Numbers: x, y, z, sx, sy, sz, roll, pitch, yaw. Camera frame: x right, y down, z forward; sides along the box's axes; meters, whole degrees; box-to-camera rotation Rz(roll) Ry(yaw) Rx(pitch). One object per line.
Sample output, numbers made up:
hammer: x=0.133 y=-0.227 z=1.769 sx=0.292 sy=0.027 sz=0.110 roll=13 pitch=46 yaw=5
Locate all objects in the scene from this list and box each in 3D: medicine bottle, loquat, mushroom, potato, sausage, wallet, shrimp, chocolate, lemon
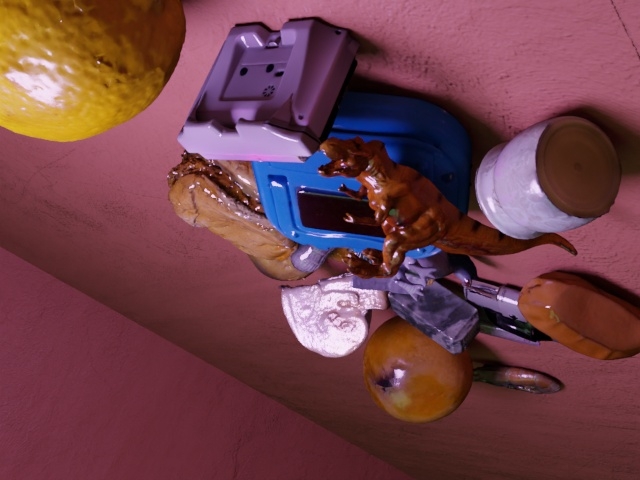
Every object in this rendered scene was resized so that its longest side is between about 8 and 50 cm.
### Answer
medicine bottle: x=0.301 y=-0.082 z=1.152 sx=0.147 sy=0.147 sz=0.143 roll=30 pitch=161 yaw=-15
loquat: x=0.227 y=0.299 z=2.027 sx=0.263 sy=0.263 sz=0.263 roll=21 pitch=159 yaw=9
mushroom: x=0.057 y=0.158 z=1.894 sx=0.236 sy=0.173 sz=0.162 roll=-12 pitch=178 yaw=20
potato: x=-0.077 y=0.041 z=1.873 sx=0.138 sy=0.098 sz=0.243 roll=25 pitch=165 yaw=44
sausage: x=0.468 y=0.137 z=1.530 sx=0.241 sy=0.120 sz=0.136 roll=25 pitch=173 yaw=-4
wallet: x=0.393 y=0.147 z=1.708 sx=0.231 sy=0.069 sz=0.170 roll=15 pitch=162 yaw=25
shrimp: x=0.466 y=0.347 z=2.123 sx=0.251 sy=0.052 sz=0.143 roll=7 pitch=156 yaw=36
chocolate: x=0.000 y=0.000 z=1.698 sx=0.072 sy=0.072 sz=0.167 roll=31 pitch=126 yaw=-18
lemon: x=-0.342 y=-0.286 z=1.132 sx=0.336 sy=0.336 sz=0.336 roll=21 pitch=159 yaw=9

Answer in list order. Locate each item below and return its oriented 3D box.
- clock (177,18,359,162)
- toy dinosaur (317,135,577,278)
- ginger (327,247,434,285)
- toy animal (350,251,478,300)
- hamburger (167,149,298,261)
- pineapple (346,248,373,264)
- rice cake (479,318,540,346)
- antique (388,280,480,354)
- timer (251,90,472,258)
clock: x=-0.082 y=-0.208 z=1.206 sx=0.253 sy=0.186 sz=0.083 roll=5 pitch=154 yaw=39
toy dinosaur: x=0.141 y=-0.016 z=1.235 sx=0.432 sy=0.097 sz=0.208 roll=23 pitch=126 yaw=-29
ginger: x=0.090 y=0.022 z=1.738 sx=0.299 sy=0.065 sz=0.118 roll=16 pitch=150 yaw=28
toy animal: x=0.173 y=0.033 z=1.556 sx=0.255 sy=0.176 sz=0.239 roll=34 pitch=120 yaw=-7
hamburger: x=-0.152 y=-0.079 z=1.651 sx=0.283 sy=0.145 sz=0.259 roll=26 pitch=163 yaw=-17
pineapple: x=0.040 y=-0.033 z=1.582 sx=0.221 sy=0.083 sz=0.103 roll=37 pitch=-166 yaw=-38
rice cake: x=0.338 y=0.177 z=1.857 sx=0.290 sy=0.051 sz=0.081 roll=13 pitch=164 yaw=26
antique: x=0.238 y=0.146 z=1.768 sx=0.183 sy=0.086 sz=0.088 roll=35 pitch=164 yaw=26
timer: x=0.061 y=-0.093 z=1.335 sx=0.340 sy=0.115 sz=0.309 roll=7 pitch=145 yaw=12
